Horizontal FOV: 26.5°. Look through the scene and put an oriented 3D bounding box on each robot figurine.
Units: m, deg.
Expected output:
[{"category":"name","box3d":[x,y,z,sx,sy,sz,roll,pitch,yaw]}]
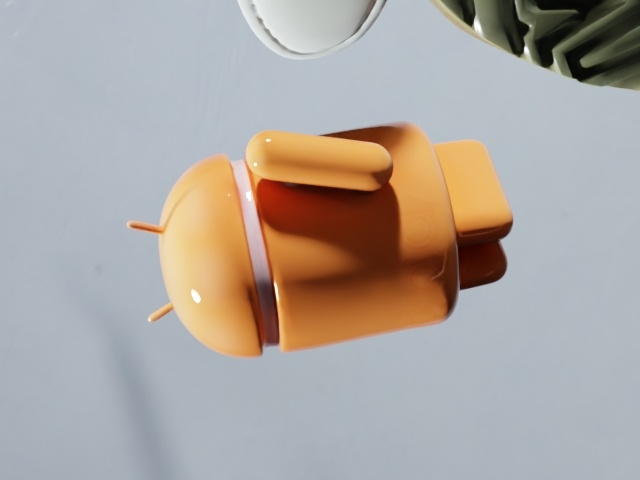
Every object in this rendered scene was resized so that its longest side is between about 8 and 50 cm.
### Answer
[{"category":"robot figurine","box3d":[0.000,-0.002,0.805,0.219,0.158,0.128,-11,91,-5]}]

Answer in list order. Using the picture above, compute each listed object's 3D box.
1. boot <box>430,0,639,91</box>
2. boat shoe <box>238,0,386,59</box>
[{"category":"boot","box3d":[0.123,-0.108,0.505,0.236,0.269,0.089,5,101,-8]},{"category":"boat shoe","box3d":[-0.019,-0.231,0.818,0.109,0.091,0.305,-18,148,-4]}]
